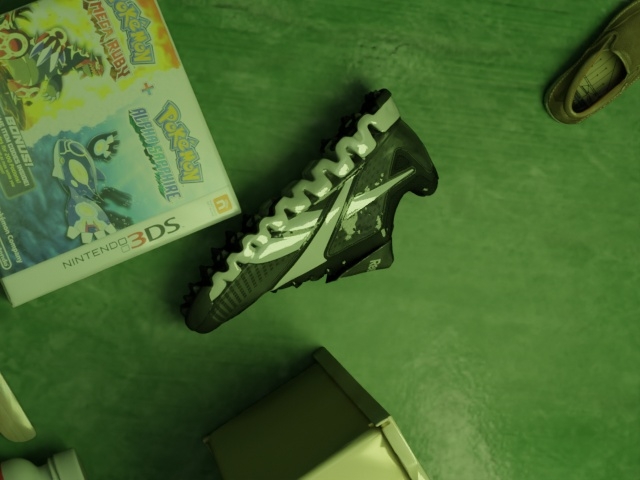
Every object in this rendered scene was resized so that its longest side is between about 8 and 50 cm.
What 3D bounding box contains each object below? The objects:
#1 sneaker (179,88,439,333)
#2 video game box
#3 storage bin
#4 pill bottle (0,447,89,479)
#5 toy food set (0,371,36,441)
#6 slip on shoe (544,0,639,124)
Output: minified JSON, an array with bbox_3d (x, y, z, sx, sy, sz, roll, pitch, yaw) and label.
[{"bbox_3d":[0.000,0.000,1.168,0.234,0.078,0.106,-45,98,-6],"label":"sneaker"},{"bbox_3d":[-0.181,-0.078,1.144,0.187,0.048,0.205,-24,99,-10],"label":"video game box"},{"bbox_3d":[0.040,0.236,1.102,0.123,0.262,0.260,-33,100,-5],"label":"storage bin"},{"bbox_3d":[-0.244,0.214,1.136,0.160,0.087,0.087,-22,98,-8],"label":"pill bottle"},{"bbox_3d":[-0.330,0.139,1.122,0.218,0.071,0.128,-22,99,-8],"label":"toy food set"},{"bbox_3d":[0.234,-0.143,1.216,0.135,0.041,0.051,-40,100,-5],"label":"slip on shoe"}]
